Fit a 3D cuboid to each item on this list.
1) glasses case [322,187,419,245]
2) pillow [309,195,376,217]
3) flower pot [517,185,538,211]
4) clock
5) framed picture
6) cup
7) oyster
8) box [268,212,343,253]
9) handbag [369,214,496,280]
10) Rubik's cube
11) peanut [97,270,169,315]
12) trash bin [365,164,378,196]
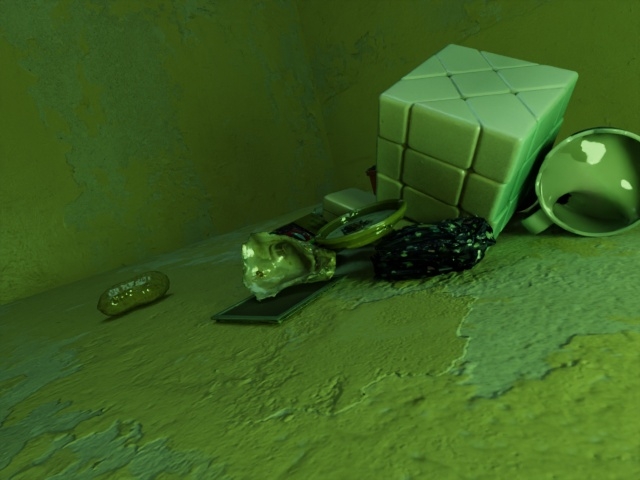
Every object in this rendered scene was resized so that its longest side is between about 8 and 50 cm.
[{"bbox_3d":[0.161,-0.054,1.117,0.143,0.076,0.336,-19,35,-37],"label":"glasses case"},{"bbox_3d":[0.145,-0.084,1.405,0.309,0.139,0.283,6,11,25],"label":"pillow"},{"bbox_3d":[0.506,-0.146,1.196,0.148,0.236,0.235,-42,24,-31],"label":"flower pot"},{"bbox_3d":[0.098,-0.030,0.953,0.236,0.057,0.237,-22,13,5],"label":"clock"},{"bbox_3d":[-0.087,0.132,0.942,0.216,0.017,0.274,-6,12,39],"label":"framed picture"},{"bbox_3d":[0.593,-0.122,0.920,0.290,0.219,0.257,-47,-12,34],"label":"cup"},{"bbox_3d":[-0.073,0.057,0.966,0.232,0.162,0.107,-5,-5,9],"label":"oyster"},{"bbox_3d":[-0.050,0.010,1.140,0.159,0.071,0.240,29,40,33],"label":"box"},{"bbox_3d":[0.231,0.017,0.859,0.260,0.113,0.162,-12,13,39],"label":"handbag"},{"bbox_3d":[0.344,-0.227,0.960,0.318,0.316,0.322,30,58,28],"label":"Rubik's cube"},{"bbox_3d":[-0.569,0.160,1.245,0.108,0.096,0.225,-1,17,43],"label":"peanut"},{"bbox_3d":[0.326,-0.256,1.959,0.161,0.239,0.184,-3,12,39],"label":"trash bin"}]
